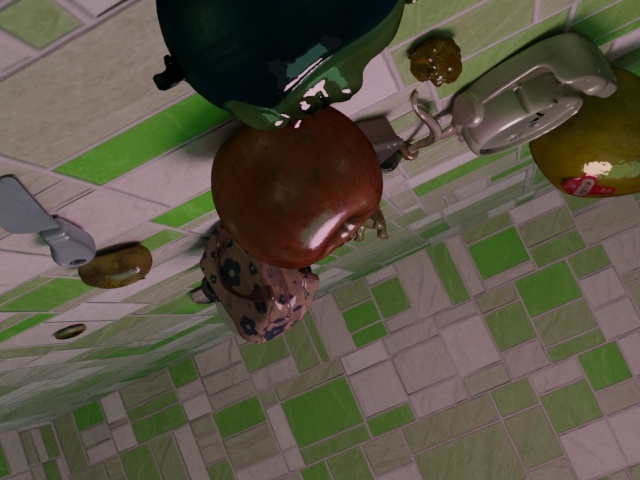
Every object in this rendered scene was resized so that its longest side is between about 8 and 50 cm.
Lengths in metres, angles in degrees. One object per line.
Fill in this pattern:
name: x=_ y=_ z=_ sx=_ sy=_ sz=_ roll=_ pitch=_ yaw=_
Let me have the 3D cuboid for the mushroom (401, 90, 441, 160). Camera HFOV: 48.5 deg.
mushroom: x=0.191 y=-0.207 z=1.340 sx=0.068 sy=0.043 sz=0.306 roll=-4 pitch=169 yaw=0

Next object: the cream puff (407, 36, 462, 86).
cream puff: x=0.168 y=-0.263 z=1.038 sx=0.083 sy=0.083 sz=0.058 roll=-31 pitch=-143 yaw=-18

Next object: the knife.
knife: x=-0.413 y=-0.023 z=1.035 sx=0.080 sy=0.044 sz=0.331 roll=-16 pitch=163 yaw=-3

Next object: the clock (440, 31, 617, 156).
clock: x=0.380 y=-0.258 z=1.353 sx=0.324 sy=0.108 sz=0.265 roll=-30 pitch=168 yaw=34

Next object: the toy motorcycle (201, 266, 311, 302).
toy motorcycle: x=-0.159 y=0.060 z=1.734 sx=0.271 sy=0.159 sz=0.106 roll=-8 pitch=160 yaw=2

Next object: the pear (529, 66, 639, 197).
pear: x=0.650 y=-0.223 z=1.547 sx=0.375 sy=0.287 sz=0.287 roll=8 pitch=177 yaw=15

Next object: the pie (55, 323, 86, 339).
pie: x=-0.645 y=0.239 z=1.836 sx=0.084 sy=0.021 sz=0.084 roll=-23 pitch=169 yaw=-5

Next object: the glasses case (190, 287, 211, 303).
glasses case: x=-0.323 y=0.159 z=2.069 sx=0.063 sy=0.041 sz=0.164 roll=-25 pitch=169 yaw=11

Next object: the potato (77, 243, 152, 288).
potato: x=-0.386 y=0.054 z=1.351 sx=0.138 sy=0.070 sz=0.091 roll=-20 pitch=168 yaw=-17

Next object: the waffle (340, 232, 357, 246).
waffle: x=0.000 y=0.000 z=1.957 sx=0.234 sy=0.055 sz=0.221 roll=-10 pitch=164 yaw=-36

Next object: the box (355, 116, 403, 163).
box: x=0.080 y=-0.168 z=1.277 sx=0.089 sy=0.062 sz=0.122 roll=-17 pitch=169 yaw=-31

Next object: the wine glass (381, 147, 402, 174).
wine glass: x=0.103 y=-0.145 z=1.428 sx=0.072 sy=0.072 sz=0.155 roll=-19 pitch=169 yaw=-24

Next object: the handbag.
handbag: x=-0.125 y=0.066 z=1.527 sx=0.190 sy=0.251 sz=0.193 roll=-25 pitch=162 yaw=-27

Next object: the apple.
apple: x=-0.039 y=-0.089 z=1.041 sx=0.254 sy=0.253 sz=0.253 roll=-23 pitch=169 yaw=-5

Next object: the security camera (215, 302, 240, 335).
security camera: x=-0.157 y=0.149 z=2.006 sx=0.236 sy=0.194 sz=0.194 roll=-20 pitch=169 yaw=-40

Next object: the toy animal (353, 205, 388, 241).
toy animal: x=0.128 y=-0.058 z=1.843 sx=0.103 sy=0.101 sz=0.219 roll=-1 pitch=168 yaw=13

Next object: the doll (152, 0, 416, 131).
doll: x=0.000 y=-0.216 z=0.579 sx=0.322 sy=0.186 sz=0.198 roll=-39 pitch=-156 yaw=-11
